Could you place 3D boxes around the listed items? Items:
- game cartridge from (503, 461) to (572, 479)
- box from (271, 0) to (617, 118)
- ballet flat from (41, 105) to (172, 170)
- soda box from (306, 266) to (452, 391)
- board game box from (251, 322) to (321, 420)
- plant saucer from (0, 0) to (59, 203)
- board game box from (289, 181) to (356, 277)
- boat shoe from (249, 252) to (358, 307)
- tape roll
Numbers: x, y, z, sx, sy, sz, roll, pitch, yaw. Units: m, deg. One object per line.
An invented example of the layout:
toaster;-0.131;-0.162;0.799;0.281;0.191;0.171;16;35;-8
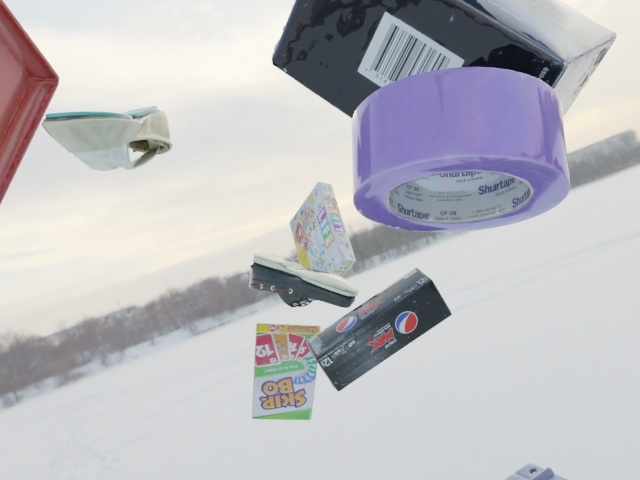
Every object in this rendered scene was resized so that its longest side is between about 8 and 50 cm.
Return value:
game cartridge;0.328;0.436;1.041;0.230;0.068;0.355;-24;5;-19
box;0.157;-0.234;0.869;0.294;0.296;0.182;-34;-24;-54
ballet flat;-0.257;-0.127;0.918;0.086;0.086;0.248;-22;5;19
soda box;0.070;0.107;0.881;0.169;0.060;0.053;-33;21;-3
board game box;-0.072;0.274;1.444;0.124;0.259;0.039;3;36;-5
plant saucer;-0.489;-0.197;1.021;0.048;0.258;0.258;15;-18;10
board game box;0.000;0.000;1.120;0.026;0.154;0.103;9;-43;-30
boat shoe;-0.019;0.047;0.739;0.133;0.041;0.049;15;8;35
tape roll;0.122;-0.073;0.650;0.189;0.080;0.189;0;-18;0
